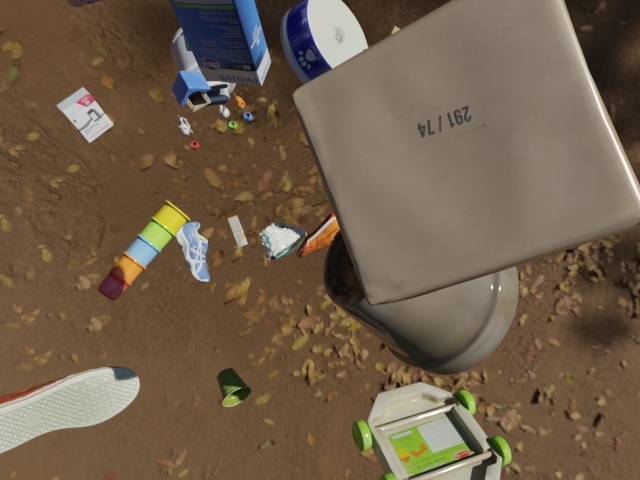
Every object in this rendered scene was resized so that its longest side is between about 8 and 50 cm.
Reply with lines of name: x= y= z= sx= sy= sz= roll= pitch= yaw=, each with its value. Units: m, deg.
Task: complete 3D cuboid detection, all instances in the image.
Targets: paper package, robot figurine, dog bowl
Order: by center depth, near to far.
paper package: x=0.175 y=-0.112 z=0.633 sx=0.325 sy=0.168 sz=0.309 roll=-21 pitch=86 yaw=25
dog bowl: x=0.017 y=-0.544 z=1.412 sx=0.265 sy=0.104 sz=0.264 roll=19 pitch=63 yaw=-43
robot figurine: x=-0.425 y=-0.643 z=1.837 sx=0.200 sy=0.300 sz=0.353 roll=-11 pitch=61 yaw=-20

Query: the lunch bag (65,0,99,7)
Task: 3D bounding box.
lunch bag: x=-0.121 y=-0.332 z=0.445 sx=0.303 sy=0.243 sz=0.115 roll=-46 pitch=123 yaw=-16

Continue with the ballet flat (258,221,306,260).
ballet flat: x=-0.147 y=-0.016 z=1.968 sx=0.147 sy=0.409 sz=0.147 roll=0 pitch=93 yaw=6

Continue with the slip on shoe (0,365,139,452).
slip on shoe: x=-0.545 y=0.334 z=1.044 sx=0.331 sy=0.101 sz=0.123 roll=-14 pitch=107 yaw=-32

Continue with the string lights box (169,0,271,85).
string lights box: x=-0.191 y=-0.417 z=0.963 sx=0.133 sy=0.259 sz=0.076 roll=9 pitch=64 yaw=12

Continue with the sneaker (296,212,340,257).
sneaker: x=0.000 y=0.000 z=1.382 sx=0.067 sy=0.064 sz=0.175 roll=42 pitch=120 yaw=-15

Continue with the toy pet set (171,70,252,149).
toy pet set: x=-0.202 y=-0.240 z=0.884 sx=0.122 sy=0.065 sz=0.114 roll=-30 pitch=71 yaw=-1

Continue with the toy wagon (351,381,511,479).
toy wagon: x=0.230 y=0.425 z=0.972 sx=0.267 sy=0.344 sz=0.068 roll=-9 pitch=127 yaw=-21

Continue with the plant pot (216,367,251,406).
plant pot: x=-0.239 y=0.387 z=1.358 sx=0.083 sy=0.079 sz=0.083 roll=-24 pitch=143 yaw=-20

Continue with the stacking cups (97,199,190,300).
stacking cups: x=-0.513 y=0.032 z=1.465 sx=0.096 sy=0.096 sz=0.316 roll=40 pitch=81 yaw=-12

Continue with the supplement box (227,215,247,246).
supplement box: x=-0.286 y=-0.032 z=1.749 sx=0.036 sy=0.098 sz=0.062 roll=-21 pitch=132 yaw=-9

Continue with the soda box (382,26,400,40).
soda box: x=0.187 y=-0.535 z=1.466 sx=0.058 sy=0.181 sz=0.061 roll=27 pitch=75 yaw=-13

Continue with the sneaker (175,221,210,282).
sneaker: x=-0.390 y=0.039 z=1.605 sx=0.081 sy=0.080 sz=0.211 roll=-20 pitch=113 yaw=-6

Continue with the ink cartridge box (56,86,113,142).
ink cartridge box: x=-0.808 y=-0.430 z=1.751 sx=0.109 sy=0.063 sz=0.150 roll=-43 pitch=146 yaw=-13

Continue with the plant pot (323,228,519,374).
plant pot: x=0.172 y=0.076 z=1.000 sx=0.280 sy=0.323 sz=0.323 roll=25 pitch=92 yaw=-34
